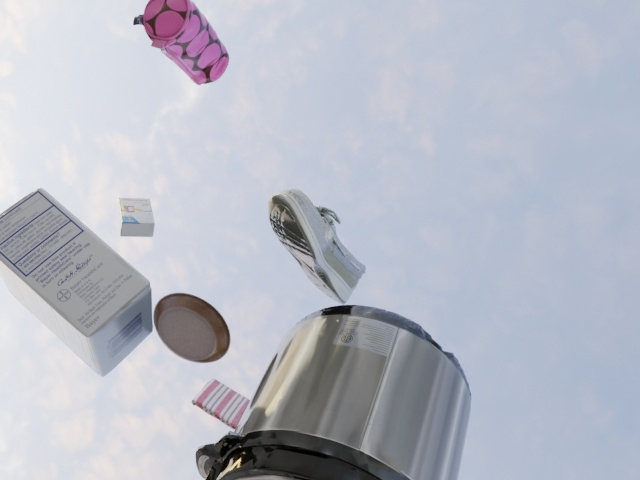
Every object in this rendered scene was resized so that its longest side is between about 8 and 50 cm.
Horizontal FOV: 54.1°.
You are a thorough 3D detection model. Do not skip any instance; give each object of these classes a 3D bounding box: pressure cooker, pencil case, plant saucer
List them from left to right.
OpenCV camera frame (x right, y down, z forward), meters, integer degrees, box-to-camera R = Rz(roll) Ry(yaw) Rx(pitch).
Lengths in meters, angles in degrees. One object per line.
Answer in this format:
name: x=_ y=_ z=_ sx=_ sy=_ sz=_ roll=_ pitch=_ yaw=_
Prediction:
pencil case: x=-0.227 y=-0.336 z=1.071 sx=0.095 sy=0.209 sz=0.098 roll=4 pitch=-96 yaw=13
plant saucer: x=-0.304 y=0.210 z=1.459 sx=0.198 sy=0.199 sz=0.036 roll=52 pitch=-57 yaw=19
pressure cooker: x=0.028 y=0.357 z=0.996 sx=0.370 sy=0.420 sz=0.375 roll=-26 pitch=-67 yaw=36

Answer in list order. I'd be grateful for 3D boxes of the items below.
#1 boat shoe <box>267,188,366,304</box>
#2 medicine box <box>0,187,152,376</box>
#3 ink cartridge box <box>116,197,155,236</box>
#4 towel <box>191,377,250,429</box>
boat shoe: x=0.002 y=0.002 z=1.167 sx=0.118 sy=0.320 sz=0.103 roll=29 pitch=-109 yaw=40
medicine box: x=-0.479 y=0.089 z=1.213 sx=0.289 sy=0.149 sz=0.263 roll=40 pitch=-29 yaw=8
ink cartridge box: x=-0.517 y=-0.066 z=1.751 sx=0.122 sy=0.088 sz=0.052 roll=-119 pitch=-142 yaw=-47
towel: x=-0.235 y=0.448 z=1.655 sx=0.197 sy=0.144 sz=0.029 roll=30 pitch=-76 yaw=6
